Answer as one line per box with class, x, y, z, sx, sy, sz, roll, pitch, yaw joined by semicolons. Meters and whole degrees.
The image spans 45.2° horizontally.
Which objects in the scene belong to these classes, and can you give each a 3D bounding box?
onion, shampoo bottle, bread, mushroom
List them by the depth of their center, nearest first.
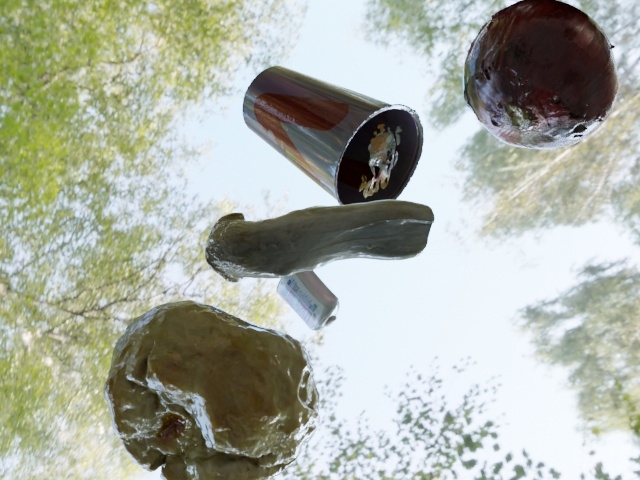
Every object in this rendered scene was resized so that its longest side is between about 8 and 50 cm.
onion;0.182;-0.136;0.635;0.131;0.131;0.131;11;-119;-20
mushroom;0.000;-0.003;0.671;0.054;0.202;0.059;-71;-30;-66
bread;-0.122;0.176;0.829;0.244;0.244;0.134;39;-146;-3
shampoo bottle;-0.014;0.084;1.107;0.043;0.072;0.099;-27;-115;-42

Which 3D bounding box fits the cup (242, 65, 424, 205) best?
cup;0.004;-0.186;1.307;0.203;0.203;0.288;-25;-136;-33
